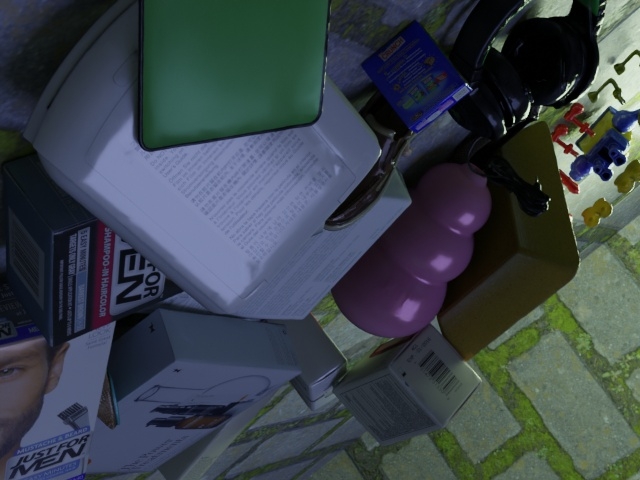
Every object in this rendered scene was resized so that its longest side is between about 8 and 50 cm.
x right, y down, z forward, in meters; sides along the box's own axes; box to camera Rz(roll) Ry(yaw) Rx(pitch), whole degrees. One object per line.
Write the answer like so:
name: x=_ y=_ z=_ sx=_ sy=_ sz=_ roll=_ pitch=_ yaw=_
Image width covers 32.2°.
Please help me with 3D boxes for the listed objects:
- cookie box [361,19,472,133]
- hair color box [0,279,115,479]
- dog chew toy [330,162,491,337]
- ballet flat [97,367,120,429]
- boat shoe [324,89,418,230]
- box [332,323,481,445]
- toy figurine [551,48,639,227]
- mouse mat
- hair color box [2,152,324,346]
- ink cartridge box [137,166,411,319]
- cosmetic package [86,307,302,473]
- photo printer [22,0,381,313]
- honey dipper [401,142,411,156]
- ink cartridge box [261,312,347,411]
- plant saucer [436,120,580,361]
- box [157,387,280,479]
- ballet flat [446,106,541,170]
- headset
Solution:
cookie box: x=0.120 y=-0.204 z=1.381 sx=0.092 sy=0.107 sz=0.040 roll=-38 pitch=163 yaw=11
hair color box: x=-0.377 y=0.199 z=1.369 sx=0.185 sy=0.110 sz=0.338 roll=-13 pitch=137 yaw=-34
dog chew toy: x=0.162 y=0.007 z=1.864 sx=0.332 sy=0.206 sz=0.207 roll=-52 pitch=157 yaw=24
ballet flat: x=-0.317 y=0.170 z=1.510 sx=0.067 sy=0.073 sz=0.206 roll=-11 pitch=112 yaw=-20
boat shoe: x=0.066 y=-0.132 z=1.441 sx=0.257 sy=0.095 sz=0.095 roll=-56 pitch=167 yaw=-14
box: x=0.152 y=0.262 z=1.991 sx=0.127 sy=0.148 sz=0.232 roll=-44 pitch=-175 yaw=-30
toy figurine: x=0.550 y=-0.222 z=2.140 sx=0.362 sy=0.191 sz=0.217 roll=-53 pitch=-174 yaw=26
mouse mat: x=-0.072 y=-0.159 z=0.962 sx=0.190 sy=0.007 sz=0.152 roll=-13 pitch=123 yaw=-33
hair color box: x=-0.156 y=-0.043 z=1.237 sx=0.375 sy=0.113 sz=0.185 roll=-24 pitch=147 yaw=-32
ink cartridge box: x=-0.104 y=-0.008 z=1.581 sx=0.385 sy=0.091 sz=0.308 roll=6 pitch=139 yaw=-39
cosmetic package: x=-0.260 y=0.246 z=1.720 sx=0.377 sy=0.097 sz=0.284 roll=-36 pitch=149 yaw=28
photo printer: x=-0.109 y=-0.101 z=1.048 sx=0.256 sy=0.107 sz=0.307 roll=-48 pitch=134 yaw=-3
honey dipper: x=0.130 y=-0.160 z=1.645 sx=0.030 sy=0.030 sz=0.160 roll=-33 pitch=166 yaw=-7
ink cartridge box: x=-0.028 y=0.222 z=2.114 sx=0.092 sy=0.158 sz=0.218 roll=-34 pitch=163 yaw=-13
plant saucer: x=0.288 y=-0.004 z=1.932 sx=0.081 sy=0.332 sz=0.332 roll=17 pitch=139 yaw=-25
box: x=-0.207 y=0.346 z=2.148 sx=0.275 sy=0.094 sz=0.113 roll=-49 pitch=161 yaw=11
ballet flat: x=0.291 y=-0.165 z=1.862 sx=0.084 sy=0.058 sz=0.250 roll=-15 pitch=153 yaw=-49
headset: x=0.292 y=-0.209 z=1.547 sx=0.243 sy=0.185 sz=0.394 roll=-26 pitch=149 yaw=-24
